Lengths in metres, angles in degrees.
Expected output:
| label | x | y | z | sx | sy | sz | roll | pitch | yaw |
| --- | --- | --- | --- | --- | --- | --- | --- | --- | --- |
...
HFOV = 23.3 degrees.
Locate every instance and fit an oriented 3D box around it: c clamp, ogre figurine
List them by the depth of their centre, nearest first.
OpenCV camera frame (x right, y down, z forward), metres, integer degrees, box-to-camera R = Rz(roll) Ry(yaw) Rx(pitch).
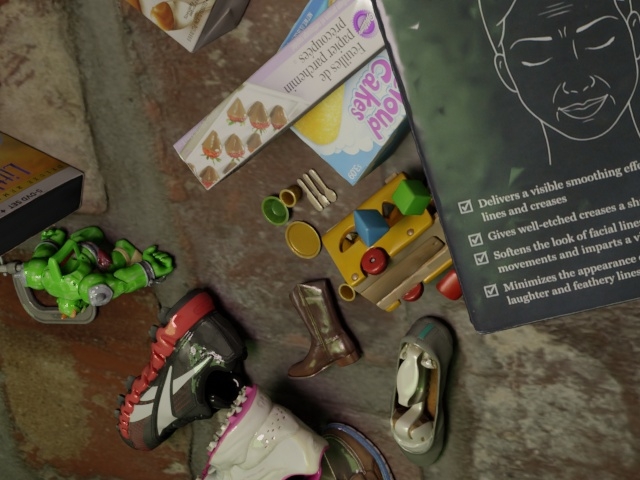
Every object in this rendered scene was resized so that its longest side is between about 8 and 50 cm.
| label | x | y | z | sx | sy | sz | roll | pitch | yaw |
| --- | --- | --- | --- | --- | --- | --- | --- | --- | --- |
| ogre figurine | -0.296 | 0.034 | 1.933 | 0.197 | 0.118 | 0.097 | 30 | 129 | 18 |
| c clamp | -0.367 | 0.053 | 2.057 | 0.160 | 0.022 | 0.137 | 4 | 117 | 33 |

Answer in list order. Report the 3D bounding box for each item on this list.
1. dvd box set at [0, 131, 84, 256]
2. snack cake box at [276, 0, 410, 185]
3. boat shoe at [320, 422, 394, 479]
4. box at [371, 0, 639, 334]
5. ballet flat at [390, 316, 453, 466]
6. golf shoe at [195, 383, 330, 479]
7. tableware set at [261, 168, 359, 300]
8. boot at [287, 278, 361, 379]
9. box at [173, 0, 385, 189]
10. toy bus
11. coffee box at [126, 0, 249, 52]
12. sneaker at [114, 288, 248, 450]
| label | x | y | z | sx | sy | sz | roll | pitch | yaw |
| --- | --- | --- | --- | --- | --- | --- | --- | --- | --- |
| dvd box set | -0.551 | -0.089 | 1.913 | 0.420 | 0.307 | 0.062 | 26 | 125 | 21 |
| snack cake box | 0.061 | -0.201 | 1.575 | 0.152 | 0.089 | 0.264 | 43 | 132 | 7 |
| boat shoe | 0.053 | 0.307 | 1.884 | 0.066 | 0.066 | 0.183 | -33 | 94 | 42 |
| box | 0.227 | -0.160 | 1.344 | 0.293 | 0.212 | 0.395 | -13 | 109 | 15 |
| ballet flat | 0.106 | 0.185 | 1.778 | 0.072 | 0.068 | 0.213 | 21 | 126 | 24 |
| golf shoe | -0.080 | 0.293 | 1.919 | 0.140 | 0.115 | 0.306 | 27 | 149 | 1 |
| tableware set | 0.000 | 0.000 | 1.775 | 0.104 | 0.024 | 0.154 | -35 | 94 | 42 |
| boot | -0.017 | 0.103 | 1.835 | 0.106 | 0.037 | 0.114 | -21 | 106 | 27 |
| box | -0.027 | -0.158 | 1.558 | 0.063 | 0.067 | 0.324 | 52 | 133 | -2 |
| toy bus | 0.100 | -0.023 | 1.635 | 0.104 | 0.202 | 0.191 | 58 | 148 | 35 |
| coffee box | -0.182 | -0.337 | 1.657 | 0.246 | 0.098 | 0.141 | 38 | 130 | 10 |
| sneaker | -0.170 | 0.191 | 1.949 | 0.135 | 0.097 | 0.276 | 39 | 129 | 13 |
